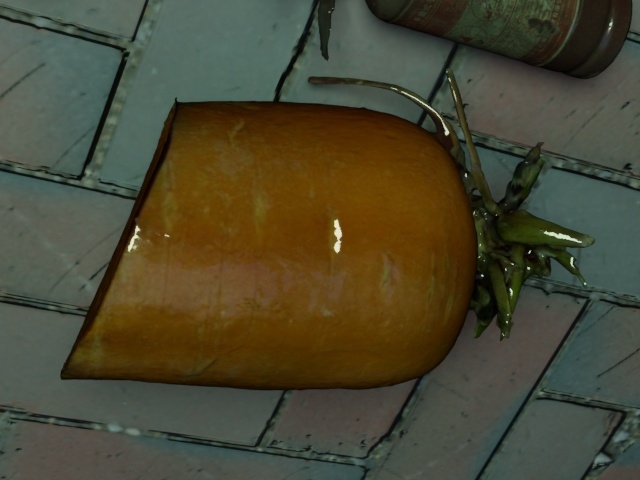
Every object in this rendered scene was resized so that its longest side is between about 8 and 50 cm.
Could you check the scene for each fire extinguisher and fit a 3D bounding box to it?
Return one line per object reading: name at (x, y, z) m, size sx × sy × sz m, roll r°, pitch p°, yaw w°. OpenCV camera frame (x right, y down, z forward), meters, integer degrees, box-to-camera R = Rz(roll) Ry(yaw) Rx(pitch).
fire extinguisher at (0.082, -0.157, 0.806) m, size 0.252 × 0.106 × 0.075 m, roll 12°, pitch 138°, yaw -24°

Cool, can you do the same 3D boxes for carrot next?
carrot at (0.000, 0.000, 0.846) m, size 0.331 × 0.214 × 0.193 m, roll 6°, pitch 153°, yaw -15°
